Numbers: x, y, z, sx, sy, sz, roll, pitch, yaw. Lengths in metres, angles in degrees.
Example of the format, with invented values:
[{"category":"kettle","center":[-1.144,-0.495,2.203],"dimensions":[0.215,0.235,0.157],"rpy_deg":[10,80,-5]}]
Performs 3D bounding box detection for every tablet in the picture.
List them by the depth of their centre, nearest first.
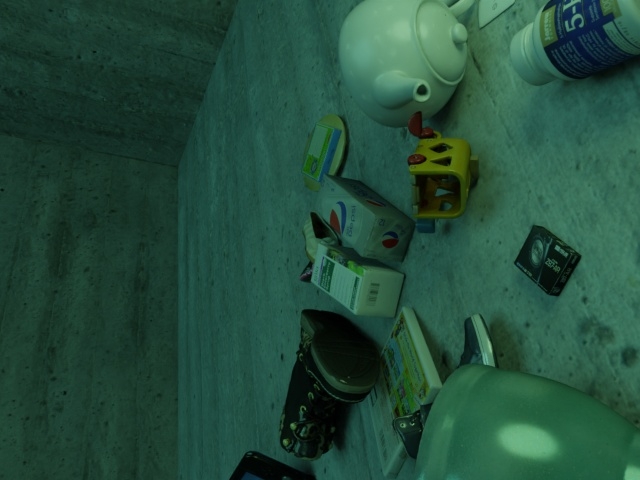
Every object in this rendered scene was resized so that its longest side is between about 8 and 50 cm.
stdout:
[{"category":"tablet","center":[0.298,-0.405,0.974],"dimensions":[0.083,0.006,0.054],"rpy_deg":[156,119,-62]}]

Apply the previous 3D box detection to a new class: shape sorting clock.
[{"category":"shape sorting clock","center":[0.008,-0.229,1.502],"dimensions":[0.206,0.040,0.206],"rpy_deg":[-37,47,53]}]

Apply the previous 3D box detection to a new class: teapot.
[{"category":"teapot","center":[0.170,-0.331,0.995],"dimensions":[0.187,0.253,0.255],"rpy_deg":[-13,84,44]}]

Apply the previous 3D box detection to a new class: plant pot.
[{"category":"plant pot","center":[0.249,0.277,0.584],"dimensions":[0.196,0.293,0.292],"rpy_deg":[-7,74,38]}]

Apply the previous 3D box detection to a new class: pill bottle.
[{"category":"pill bottle","center":[0.337,-0.266,0.720],"dimensions":[0.187,0.112,0.111],"rpy_deg":[-15,69,63]}]

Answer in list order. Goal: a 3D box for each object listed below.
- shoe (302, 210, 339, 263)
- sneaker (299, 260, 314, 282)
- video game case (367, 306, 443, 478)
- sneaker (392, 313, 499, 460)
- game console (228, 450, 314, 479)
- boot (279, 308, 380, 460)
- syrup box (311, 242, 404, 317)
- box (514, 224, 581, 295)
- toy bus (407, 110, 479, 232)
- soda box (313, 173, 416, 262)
[{"category":"shoe","center":[0.000,0.000,1.405],"dimensions":[0.219,0.077,0.058],"rpy_deg":[-117,37,-54]},{"category":"sneaker","center":[-0.015,0.064,1.464],"dimensions":[0.119,0.047,0.057],"rpy_deg":[-46,35,41]},{"category":"video game case","center":[0.141,0.262,1.017],"dimensions":[0.227,0.026,0.206],"rpy_deg":[-98,25,-63]},{"category":"sneaker","center":[0.182,0.221,0.831],"dimensions":[0.164,0.086,0.226],"rpy_deg":[-10,63,18]},{"category":"game console","center":[-0.126,0.680,1.360],"dimensions":[0.173,0.250,0.293],"rpy_deg":[-70,6,-54]},{"category":"boot","center":[0.005,0.324,1.195],"dimensions":[0.377,0.138,0.283],"rpy_deg":[-139,61,-71]},{"category":"syrup box","center":[0.070,0.079,1.206],"dimensions":[0.237,0.097,0.093],"rpy_deg":[29,109,63]},{"category":"box","center":[0.312,0.027,0.791],"dimensions":[0.083,0.018,0.067],"rpy_deg":[-121,45,-54]},{"category":"toy bus","center":[0.209,-0.120,0.955],"dimensions":[0.191,0.105,0.202],"rpy_deg":[26,-112,-69]},{"category":"soda box","center":[0.083,-0.055,1.218],"dimensions":[0.286,0.098,0.091],"rpy_deg":[48,126,59]}]
